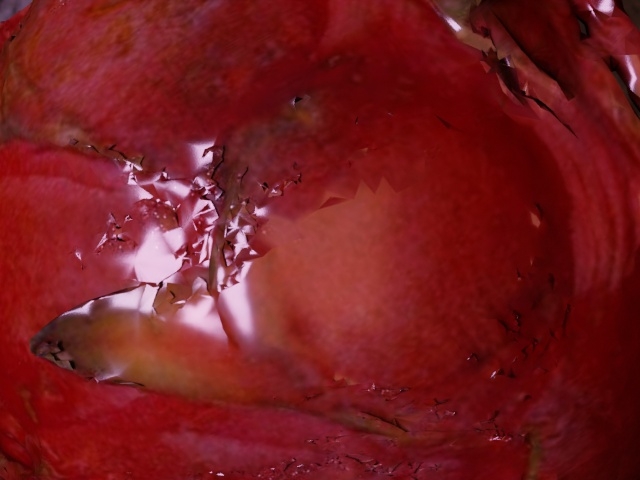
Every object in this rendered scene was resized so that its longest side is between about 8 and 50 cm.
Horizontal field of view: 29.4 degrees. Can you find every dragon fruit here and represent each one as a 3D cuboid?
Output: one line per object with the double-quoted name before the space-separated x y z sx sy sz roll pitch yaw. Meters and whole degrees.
"dragon fruit" 0.000 0.000 0.491 0.301 0.295 0.296 -18 85 17
